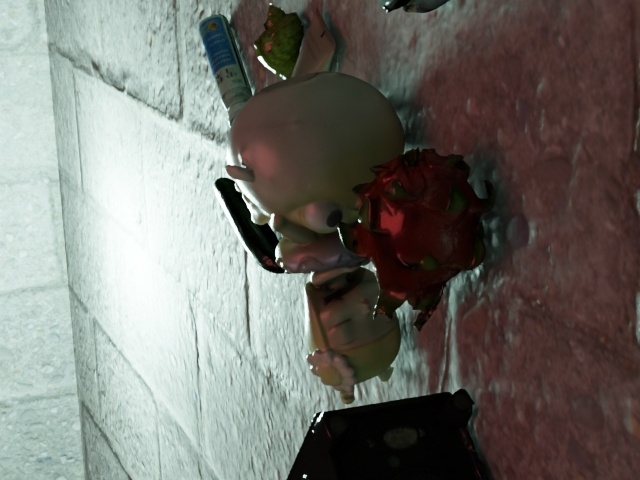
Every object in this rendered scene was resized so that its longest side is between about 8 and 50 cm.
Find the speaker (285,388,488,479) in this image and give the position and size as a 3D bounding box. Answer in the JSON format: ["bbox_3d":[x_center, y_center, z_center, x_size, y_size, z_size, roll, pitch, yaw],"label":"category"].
[{"bbox_3d":[0.080,0.321,1.338,0.254,0.184,0.232,110,146,-52],"label":"speaker"}]

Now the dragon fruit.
[{"bbox_3d":[0.097,0.009,1.250,0.135,0.137,0.236,48,142,36],"label":"dragon fruit"}]

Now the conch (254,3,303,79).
[{"bbox_3d":[-0.049,-0.260,1.645,0.089,0.074,0.121,-70,-36,-66],"label":"conch"}]

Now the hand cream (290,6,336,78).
[{"bbox_3d":[-0.016,-0.200,1.587,0.087,0.054,0.186,-112,32,-43],"label":"hand cream"}]

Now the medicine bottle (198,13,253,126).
[{"bbox_3d":[-0.141,-0.259,1.873,0.051,0.051,0.191,116,142,-55],"label":"medicine bottle"}]

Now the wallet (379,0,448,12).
[{"bbox_3d":[0.120,-0.323,1.161,0.250,0.075,0.176,171,95,-69],"label":"wallet"}]

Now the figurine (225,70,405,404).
[{"bbox_3d":[0.000,0.000,1.443,0.274,0.226,0.394,10,120,54],"label":"figurine"}]

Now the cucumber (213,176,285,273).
[{"bbox_3d":[-0.111,-0.027,1.876,0.284,0.056,0.056,-128,36,-51],"label":"cucumber"}]
